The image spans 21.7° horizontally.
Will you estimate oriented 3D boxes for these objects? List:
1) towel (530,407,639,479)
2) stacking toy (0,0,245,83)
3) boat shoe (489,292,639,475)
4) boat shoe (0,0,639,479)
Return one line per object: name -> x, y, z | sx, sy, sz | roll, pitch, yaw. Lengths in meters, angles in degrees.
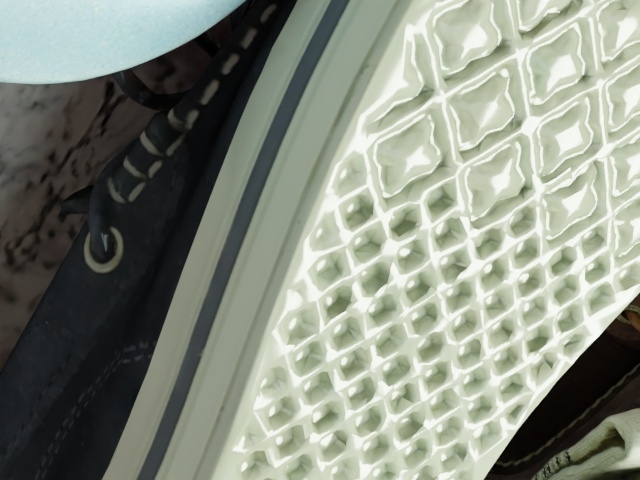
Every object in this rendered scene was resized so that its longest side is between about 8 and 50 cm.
towel -> 0.155, 0.108, 0.794 | 0.324, 0.056, 0.312 | -18, 169, -26
stacking toy -> -0.025, -0.177, 0.329 | 0.309, 0.130, 0.279 | -41, 145, 8
boat shoe -> 0.155, -0.004, 0.685 | 0.123, 0.123, 0.342 | 4, 131, -41
boat shoe -> 0.000, 0.000, 0.549 | 0.187, 0.156, 0.500 | 16, 110, -42
